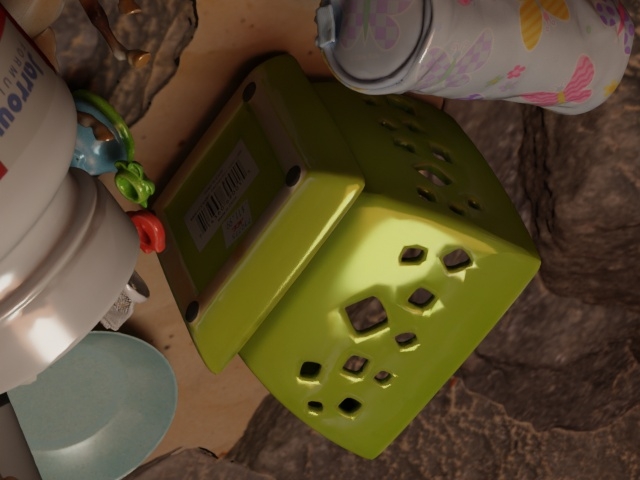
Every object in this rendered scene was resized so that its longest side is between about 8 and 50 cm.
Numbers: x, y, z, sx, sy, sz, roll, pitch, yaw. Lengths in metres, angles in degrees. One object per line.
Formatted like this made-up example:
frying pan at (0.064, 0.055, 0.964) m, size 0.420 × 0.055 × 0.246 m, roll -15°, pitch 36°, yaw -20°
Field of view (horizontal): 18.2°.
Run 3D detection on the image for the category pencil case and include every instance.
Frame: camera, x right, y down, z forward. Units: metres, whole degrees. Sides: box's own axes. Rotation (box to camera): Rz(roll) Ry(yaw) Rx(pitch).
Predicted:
pencil case at (0.122, -0.158, 1.534) m, size 0.273 × 0.113 × 0.124 m, roll 1°, pitch 159°, yaw -46°

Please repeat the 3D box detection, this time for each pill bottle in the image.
pill bottle at (-0.302, -0.094, 1.247) m, size 0.229 × 0.229 × 0.408 m, roll -37°, pitch 118°, yaw 4°

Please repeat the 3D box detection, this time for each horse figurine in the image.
horse figurine at (-0.193, -0.151, 1.397) m, size 0.066 × 0.174 × 0.263 m, roll -19°, pitch 150°, yaw -38°

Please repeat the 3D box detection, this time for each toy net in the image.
toy net at (-0.154, -0.009, 1.555) m, size 0.045 × 0.122 × 0.232 m, roll -45°, pitch 151°, yaw -30°

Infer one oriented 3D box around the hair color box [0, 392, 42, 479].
hair color box at (-0.309, 0.184, 1.442) m, size 0.185 × 0.374 × 0.114 m, roll -5°, pitch 129°, yaw -24°

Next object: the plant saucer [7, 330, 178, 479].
plant saucer at (-0.218, 0.142, 1.697) m, size 0.195 × 0.037 × 0.195 m, roll -15°, pitch 132°, yaw -18°

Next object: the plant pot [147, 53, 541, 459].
plant pot at (0.000, 0.000, 1.573) m, size 0.207 × 0.227 × 0.228 m, roll 24°, pitch 113°, yaw -33°

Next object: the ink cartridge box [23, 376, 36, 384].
ink cartridge box at (-0.322, 0.035, 1.466) m, size 0.212 × 0.154 × 0.093 m, roll -1°, pitch 127°, yaw -27°
